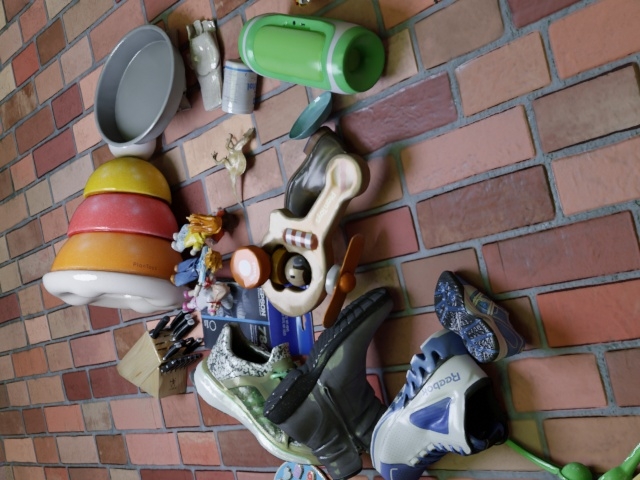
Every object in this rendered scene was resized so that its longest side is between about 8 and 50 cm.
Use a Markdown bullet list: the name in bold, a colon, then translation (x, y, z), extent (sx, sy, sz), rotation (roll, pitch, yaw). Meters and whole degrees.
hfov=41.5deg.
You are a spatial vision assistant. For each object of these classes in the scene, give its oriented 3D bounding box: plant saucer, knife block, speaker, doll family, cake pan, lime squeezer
- **plant saucer**: translation (-0.014, -0.235, 1.627), extent (0.021, 0.119, 0.119), rotation (40, 141, -21)
- **knife block**: translation (-0.410, 0.264, 2.143), extent (0.276, 0.088, 0.242), rotation (18, 110, 44)
- **speaker**: translation (-0.023, -0.354, 1.580), extent (0.296, 0.131, 0.131), rotation (22, 113, 43)
- **doll family**: translation (-0.267, 0.033, 1.871), extent (0.163, 0.118, 0.263), rotation (-21, 58, 44)
- **cake pan**: translation (-0.416, -0.351, 1.951), extent (0.293, 0.054, 0.293), rotation (-11, 73, 39)
- **lime squeezer**: translation (0.409, 0.340, 1.293), extent (0.310, 0.059, 0.110), rotation (-25, 79, 47)

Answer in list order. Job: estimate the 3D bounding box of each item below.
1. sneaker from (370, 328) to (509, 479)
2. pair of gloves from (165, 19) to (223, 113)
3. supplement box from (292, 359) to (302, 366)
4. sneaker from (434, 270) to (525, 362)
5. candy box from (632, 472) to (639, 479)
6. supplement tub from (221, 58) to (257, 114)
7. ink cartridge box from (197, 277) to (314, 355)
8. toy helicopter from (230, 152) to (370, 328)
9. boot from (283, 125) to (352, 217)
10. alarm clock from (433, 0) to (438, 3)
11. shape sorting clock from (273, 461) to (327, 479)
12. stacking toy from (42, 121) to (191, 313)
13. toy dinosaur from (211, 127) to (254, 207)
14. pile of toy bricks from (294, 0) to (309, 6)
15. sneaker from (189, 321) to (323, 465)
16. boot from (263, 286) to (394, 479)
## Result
- **sneaker**: translation (0.210, 0.326, 1.446), extent (0.182, 0.127, 0.315), rotation (44, 126, 41)
- **pair of gloves**: translation (-0.306, -0.395, 1.942), extent (0.240, 0.042, 0.204), rotation (2, 98, 46)
- **supplement box**: translation (-0.067, 0.310, 1.817), extent (0.098, 0.036, 0.062), rotation (-49, 63, 40)
- **sneaker**: translation (0.259, 0.127, 1.406), extent (0.211, 0.081, 0.080), rotation (59, 138, 46)
- **candy box**: translation (0.515, 0.273, 1.126), extent (0.053, 0.109, 0.186), rotation (51, 131, 29)
- **supplement tub**: translation (-0.171, -0.326, 1.786), extent (0.071, 0.071, 0.107), rotation (26, 116, 42)
- **ink cartridge box**: translation (-0.149, 0.169, 1.863), extent (0.333, 0.065, 0.165), rotation (-2, 95, 47)
- **toy helicopter**: translation (0.000, 0.000, 1.573), extent (0.235, 0.140, 0.355), rotation (44, 121, 24)
- **boot**: translation (-0.001, -0.101, 1.636), extent (0.106, 0.082, 0.219), rotation (42, 124, 37)
- **alarm clock**: translation (0.194, -0.496, 1.369), extent (0.129, 0.064, 0.192), rotation (49, 126, 30)
- **shape sorting clock**: translation (-0.037, 0.578, 1.832), extent (0.206, 0.040, 0.206), rotation (11, 106, 45)
- **stacking toy**: translation (-0.462, -0.076, 2.046), extent (0.351, 0.351, 0.479), rotation (-10, 71, 48)
- **toy dinosaur**: translation (-0.194, -0.166, 1.855), extent (0.093, 0.053, 0.183), rotation (32, 119, 38)
- **pile of toy bricks**: translation (-0.021, -0.555, 1.576), extent (0.105, 0.118, 0.212), rotation (-126, 24, -64)
- **sneaker**: translation (-0.082, 0.303, 1.705), extent (0.410, 0.158, 0.182), rotation (27, 115, 21)
- **boot**: translation (0.074, 0.270, 1.591), extent (0.223, 0.118, 0.338), rotation (41, 93, -7)
